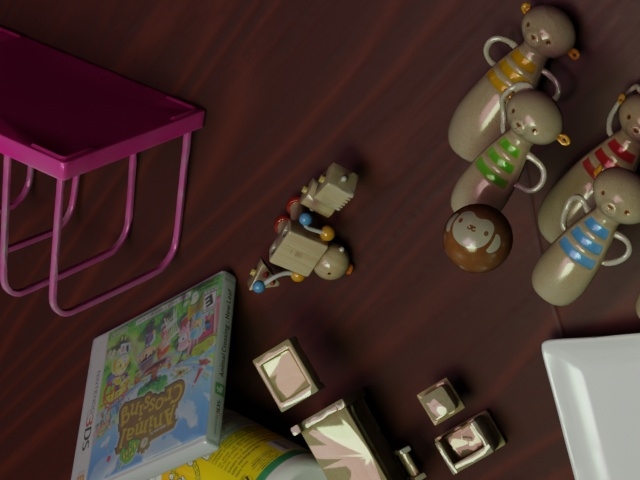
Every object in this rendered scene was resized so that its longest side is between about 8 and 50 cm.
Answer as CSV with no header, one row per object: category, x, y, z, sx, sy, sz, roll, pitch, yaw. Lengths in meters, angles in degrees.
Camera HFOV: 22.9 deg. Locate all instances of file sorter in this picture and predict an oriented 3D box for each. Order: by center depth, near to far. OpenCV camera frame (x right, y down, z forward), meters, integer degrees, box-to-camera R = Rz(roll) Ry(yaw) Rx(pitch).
file sorter,-0.298,-0.071,1.573,0.290,0.202,0.182,24,120,28

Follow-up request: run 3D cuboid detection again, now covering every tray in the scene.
tray,0.281,0.205,1.343,0.145,0.030,0.270,-9,99,46

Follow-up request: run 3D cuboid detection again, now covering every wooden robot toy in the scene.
wooden robot toy,0.000,0.000,1.482,0.079,0.076,0.173,26,124,-14

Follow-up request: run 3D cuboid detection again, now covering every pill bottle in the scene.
pill bottle,-0.089,0.232,1.557,0.208,0.117,0.118,22,116,41

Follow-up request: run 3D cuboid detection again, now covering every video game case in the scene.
video game case,-0.169,0.149,1.580,0.212,0.023,0.193,-27,45,37

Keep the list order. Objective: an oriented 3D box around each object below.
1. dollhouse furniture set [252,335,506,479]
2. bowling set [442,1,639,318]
dollhouse furniture set,0.060,0.147,1.475,0.161,0.101,0.182,-31,84,13
bowling set,0.198,-0.041,1.239,0.287,0.200,0.154,42,122,13
